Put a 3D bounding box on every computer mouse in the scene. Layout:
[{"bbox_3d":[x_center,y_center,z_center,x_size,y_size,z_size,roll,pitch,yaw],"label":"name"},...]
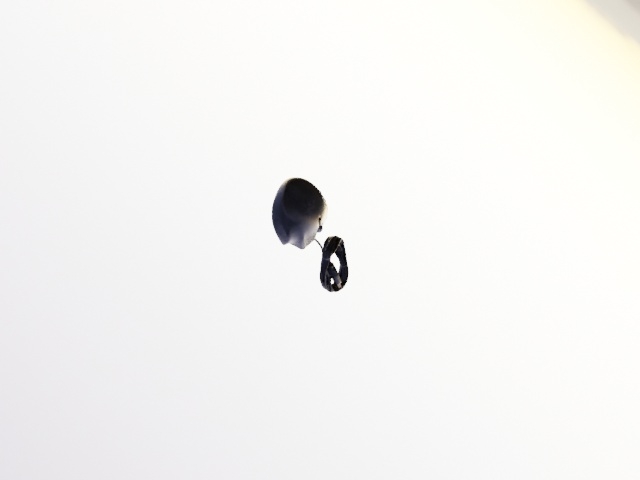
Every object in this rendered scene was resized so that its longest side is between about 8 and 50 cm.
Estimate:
[{"bbox_3d":[0.000,0.000,2.092,0.041,0.071,0.242,21,162,26],"label":"computer mouse"}]
